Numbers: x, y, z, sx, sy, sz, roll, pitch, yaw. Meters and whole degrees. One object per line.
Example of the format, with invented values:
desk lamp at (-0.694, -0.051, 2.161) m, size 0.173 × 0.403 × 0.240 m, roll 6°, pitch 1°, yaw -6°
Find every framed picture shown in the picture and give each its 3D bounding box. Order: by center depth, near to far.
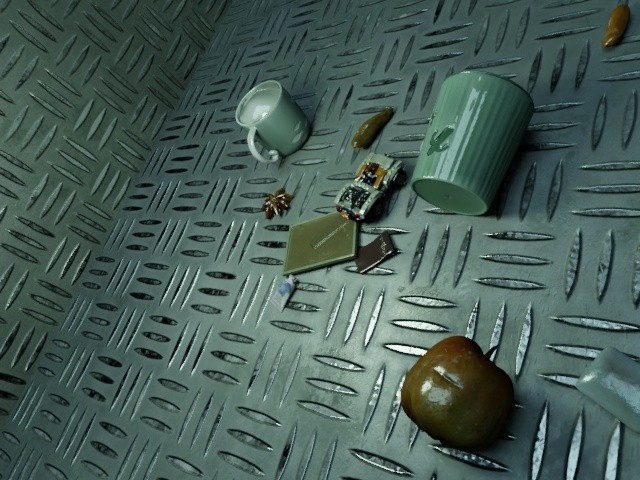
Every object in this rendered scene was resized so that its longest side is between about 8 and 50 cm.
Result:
framed picture at (0.000, 0.000, 2.030) m, size 0.335 × 0.022 × 0.247 m, roll -17°, pitch 49°, yaw 29°

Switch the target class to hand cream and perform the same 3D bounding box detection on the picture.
hand cream at (-0.140, 0.197, 2.000) m, size 0.084 × 0.053 × 0.142 m, roll 37°, pitch 97°, yaw 45°

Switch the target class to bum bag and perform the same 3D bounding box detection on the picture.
bum bag at (0.189, 0.043, 1.858) m, size 0.159 × 0.026 × 0.109 m, roll -34°, pitch 44°, yaw 17°

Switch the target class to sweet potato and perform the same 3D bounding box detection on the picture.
sweet potato at (0.211, -0.469, 2.163) m, size 0.243 × 0.077 × 0.077 m, roll -50°, pitch 44°, yaw -11°

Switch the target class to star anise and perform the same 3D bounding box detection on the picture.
star anise at (-0.196, -0.167, 2.280) m, size 0.168 × 0.057 × 0.168 m, roll -20°, pitch 52°, yaw 28°

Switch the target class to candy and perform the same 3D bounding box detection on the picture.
candy at (0.711, 0.345, 1.213) m, size 0.138 × 0.071 × 0.174 m, roll -49°, pitch 44°, yaw -1°

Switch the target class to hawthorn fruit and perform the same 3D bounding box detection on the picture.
hawthorn fruit at (0.360, 0.378, 1.334) m, size 0.268 × 0.268 × 0.301 m, roll 23°, pitch 68°, yaw 45°

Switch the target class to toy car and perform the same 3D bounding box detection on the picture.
toy car at (0.184, -0.200, 1.954) m, size 0.193 × 0.118 × 0.301 m, roll 29°, pitch 72°, yaw 39°

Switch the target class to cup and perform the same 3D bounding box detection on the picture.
cup at (0.484, -0.301, 1.721) m, size 0.310 × 0.401 × 0.392 m, roll 22°, pitch 79°, yaw 10°
cup at (-0.216, -0.506, 2.372) m, size 0.259 × 0.274 × 0.356 m, roll -4°, pitch 60°, yaw 37°

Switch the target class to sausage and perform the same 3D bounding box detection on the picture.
sausage at (0.991, -0.715, 1.731) m, size 0.183 × 0.054 × 0.062 m, roll -66°, pitch 15°, yaw -15°
